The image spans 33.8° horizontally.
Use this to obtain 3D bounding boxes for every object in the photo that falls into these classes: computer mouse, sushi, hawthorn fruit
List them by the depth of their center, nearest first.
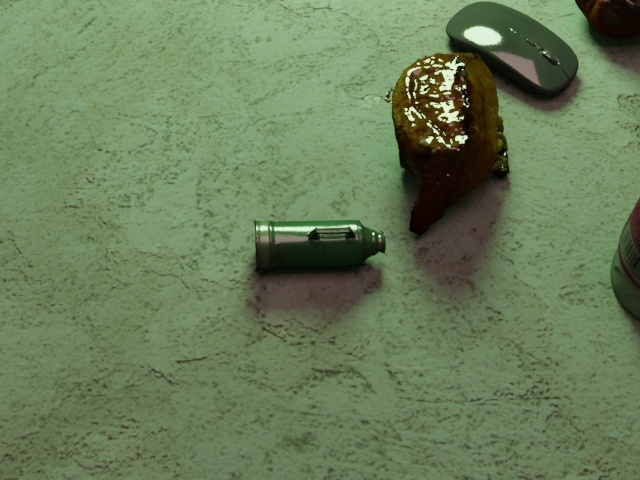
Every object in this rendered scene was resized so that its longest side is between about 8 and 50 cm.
[{"bbox_3d":[0.195,-0.163,1.598,0.166,0.179,0.296,-11,53,10],"label":"sushi"},{"bbox_3d":[0.319,-0.327,1.757,0.232,0.057,0.120,37,63,20],"label":"computer mouse"},{"bbox_3d":[0.531,-0.443,1.781,0.202,0.185,0.185,-29,61,-37],"label":"hawthorn fruit"}]

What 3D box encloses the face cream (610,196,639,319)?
[{"bbox_3d":[0.507,0.009,1.462,0.175,0.195,0.175,2,58,-2],"label":"face cream"}]

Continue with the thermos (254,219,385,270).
[{"bbox_3d":[0.000,0.000,1.513,0.187,0.083,0.073,-2,34,-6],"label":"thermos"}]
